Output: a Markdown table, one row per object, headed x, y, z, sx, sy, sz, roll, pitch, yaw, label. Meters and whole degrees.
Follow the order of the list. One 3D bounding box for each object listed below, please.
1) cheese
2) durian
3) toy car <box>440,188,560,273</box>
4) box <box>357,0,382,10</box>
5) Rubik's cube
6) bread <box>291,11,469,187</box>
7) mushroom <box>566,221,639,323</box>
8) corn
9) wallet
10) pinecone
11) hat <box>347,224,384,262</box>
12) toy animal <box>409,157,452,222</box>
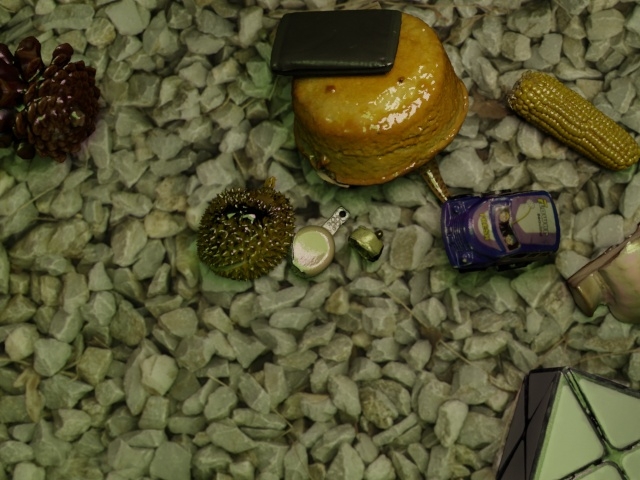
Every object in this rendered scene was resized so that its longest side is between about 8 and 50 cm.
| x | y | z | sx | sy | sz | roll | pitch | yaw | label |
| --- | --- | --- | --- | --- | --- | --- | --- | --- | --- |
| -0.007 | -0.003 | 1.568 | 0.092 | 0.047 | 0.171 | 22 | 80 | 0 | cheese |
| -0.146 | -0.035 | 1.526 | 0.194 | 0.138 | 0.237 | 20 | 79 | 3 | durian |
| 0.363 | -0.026 | 1.501 | 0.235 | 0.158 | 0.172 | -6 | 84 | -28 | toy car |
| 0.121 | -0.488 | 1.676 | 0.053 | 0.024 | 0.083 | -23 | 79 | -5 | box |
| 0.500 | 0.395 | 1.400 | 0.260 | 0.259 | 0.254 | 19 | 78 | 6 | Rubik's cube |
| 0.101 | -0.290 | 1.513 | 0.358 | 0.204 | 0.336 | -34 | 54 | 0 | bread |
| 0.645 | 0.080 | 1.507 | 0.236 | 0.162 | 0.173 | -37 | 80 | -6 | mushroom |
| 0.544 | -0.254 | 1.599 | 0.305 | 0.106 | 0.106 | 34 | 80 | 5 | corn |
| 0.031 | -0.384 | 1.448 | 0.245 | 0.052 | 0.168 | 3 | 58 | 15 | wallet |
| -0.594 | -0.285 | 1.518 | 0.264 | 0.264 | 0.264 | 0 | 79 | -1 | pinecone |
| 0.099 | 0.001 | 1.554 | 0.076 | 0.077 | 0.059 | 32 | 80 | 6 | hat |
| 0.199 | -0.152 | 1.600 | 0.276 | 0.054 | 0.149 | 29 | 82 | 4 | toy animal |
